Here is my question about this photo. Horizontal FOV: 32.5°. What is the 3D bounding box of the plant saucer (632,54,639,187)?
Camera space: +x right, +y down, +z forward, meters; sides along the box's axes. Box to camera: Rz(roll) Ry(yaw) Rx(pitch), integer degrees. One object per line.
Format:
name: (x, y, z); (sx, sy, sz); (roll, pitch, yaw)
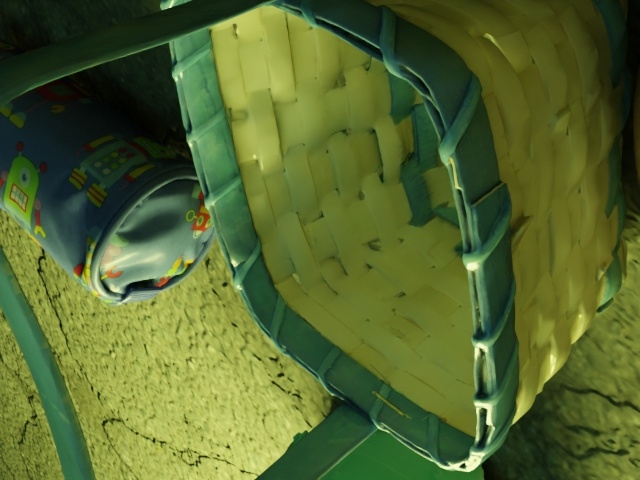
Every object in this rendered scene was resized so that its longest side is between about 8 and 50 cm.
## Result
plant saucer: (0.236, 0.008, 0.366); (0.311, 0.050, 0.310); (33, 149, 24)

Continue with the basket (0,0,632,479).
basket: (0.000, 0.000, 0.484); (0.201, 0.289, 0.254); (26, 137, 39)

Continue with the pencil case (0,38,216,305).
pencil case: (-0.216, -0.060, 0.874); (0.306, 0.119, 0.133); (32, 112, 33)

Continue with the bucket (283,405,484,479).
bucket: (0.038, 0.277, 0.789); (0.281, 0.183, 0.281); (33, 142, 30)
